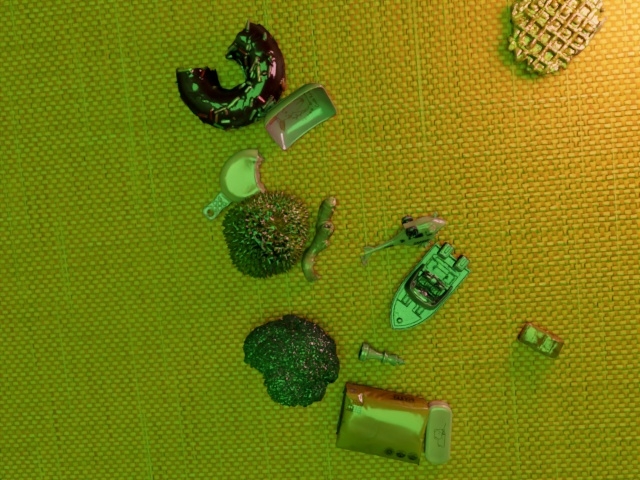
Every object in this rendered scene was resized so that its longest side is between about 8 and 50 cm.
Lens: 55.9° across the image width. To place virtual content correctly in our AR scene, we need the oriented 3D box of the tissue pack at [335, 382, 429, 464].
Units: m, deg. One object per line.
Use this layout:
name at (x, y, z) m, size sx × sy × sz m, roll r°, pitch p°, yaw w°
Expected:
tissue pack at (0.192, 0.575, 1.899) m, size 0.271 × 0.134 × 0.192 m, roll 10°, pitch 96°, yaw 3°

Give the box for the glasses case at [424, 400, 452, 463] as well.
glasses case at (0.376, 0.614, 1.930) m, size 0.083 × 0.050 × 0.196 m, roll 1°, pitch 96°, yaw 3°

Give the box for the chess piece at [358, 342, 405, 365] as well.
chess piece at (0.198, 0.371, 1.923) m, size 0.149 × 0.059 × 0.059 m, roll 15°, pitch 97°, yaw -4°

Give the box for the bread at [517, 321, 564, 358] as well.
bread at (0.683, 0.310, 1.871) m, size 0.132 × 0.053 × 0.074 m, roll 30°, pitch 97°, yaw 3°

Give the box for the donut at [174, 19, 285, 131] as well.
donut at (-0.262, -0.475, 1.834) m, size 0.345 × 0.136 × 0.259 m, roll -29°, pitch 90°, yaw 8°

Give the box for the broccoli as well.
broccoli at (-0.094, 0.372, 1.855) m, size 0.308 × 0.308 × 0.275 m, roll 46°, pitch 135°, yaw -1°

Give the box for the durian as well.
durian at (-0.171, -0.016, 1.822) m, size 0.292 × 0.224 × 0.290 m, roll 1°, pitch 102°, yaw 3°

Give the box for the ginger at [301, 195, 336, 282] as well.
ginger at (0.000, 0.000, 1.890) m, size 0.089 × 0.075 × 0.287 m, roll 23°, pitch 102°, yaw 44°

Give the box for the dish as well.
dish at (-0.071, -0.389, 1.831) m, size 0.212 × 0.151 × 0.077 m, roll -35°, pitch 57°, yaw 5°

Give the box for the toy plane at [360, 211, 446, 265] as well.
toy plane at (0.253, -0.004, 1.867) m, size 0.287 × 0.092 × 0.108 m, roll -20°, pitch 119°, yaw 5°

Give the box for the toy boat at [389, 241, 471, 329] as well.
toy boat at (0.323, 0.155, 1.867) m, size 0.141 × 0.092 × 0.319 m, roll 39°, pitch 98°, yaw 2°

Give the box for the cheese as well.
cheese at (-0.280, -0.179, 1.896) m, size 0.249 × 0.071 × 0.163 m, roll -23°, pitch 94°, yaw 8°

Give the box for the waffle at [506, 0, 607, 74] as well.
waffle at (0.689, -0.625, 1.776) m, size 0.281 × 0.060 × 0.262 m, roll -5°, pitch 98°, yaw 7°
